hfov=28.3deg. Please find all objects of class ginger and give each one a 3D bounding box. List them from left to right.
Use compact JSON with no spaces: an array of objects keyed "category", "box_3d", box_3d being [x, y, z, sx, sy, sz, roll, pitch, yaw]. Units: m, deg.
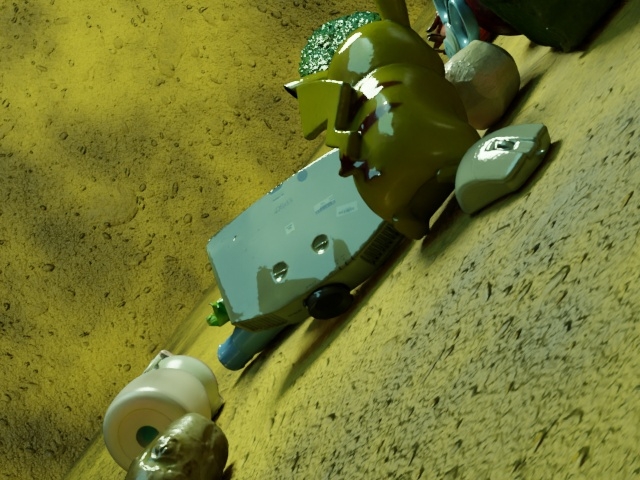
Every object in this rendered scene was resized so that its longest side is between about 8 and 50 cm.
[{"category":"ginger","box_3d":[-0.195,0.315,1.534,0.116,0.109,0.263,-39,15,49]}]

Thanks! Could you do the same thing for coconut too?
[{"category":"coconut","box_3d":[0.201,-0.197,1.673,0.124,0.110,0.110,-47,5,-28]}]

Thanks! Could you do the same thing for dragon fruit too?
[{"category":"dragon fruit","box_3d":[0.255,-0.391,2.257,0.121,0.130,0.142,-91,10,-72]}]

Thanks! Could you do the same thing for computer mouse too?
[{"category":"computer mouse","box_3d":[0.190,-0.083,1.372,0.089,0.056,0.181,-58,10,-17]}]

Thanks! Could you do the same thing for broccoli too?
[{"category":"broccoli","box_3d":[0.087,-0.306,2.510,0.297,0.297,0.297,-66,-14,-64]}]

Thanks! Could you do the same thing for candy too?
[{"category":"candy","box_3d":[-0.099,0.077,2.001,0.178,0.032,0.102,-31,-11,-21]}]

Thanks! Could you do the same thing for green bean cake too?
[{"category":"green bean cake","box_3d":[0.256,-0.366,1.602,0.156,0.247,0.250,-51,7,8]}]

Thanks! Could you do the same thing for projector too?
[{"category":"projector","box_3d":[-0.013,0.012,1.698,0.269,0.088,0.194,-34,55,18]}]

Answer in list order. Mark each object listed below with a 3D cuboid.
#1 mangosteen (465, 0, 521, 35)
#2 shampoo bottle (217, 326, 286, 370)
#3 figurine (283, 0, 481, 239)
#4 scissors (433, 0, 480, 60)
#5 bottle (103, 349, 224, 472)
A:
[{"category":"mangosteen","box_3d":[0.298,-0.386,1.843,0.200,0.200,0.200,-50,7,9]},{"category":"shampoo bottle","box_3d":[-0.075,0.115,1.977,0.258,0.061,0.104,-47,-1,34]},{"category":"figurine","box_3d":[0.080,-0.160,1.586,0.218,0.169,0.327,-44,41,31]},{"category":"scissors","box_3d":[0.197,-0.268,1.791,0.030,0.125,0.256,-27,-33,-5]},{"category":"bottle","box_3d":[-0.227,0.252,1.932,0.147,0.147,0.236,-49,3,19]}]
